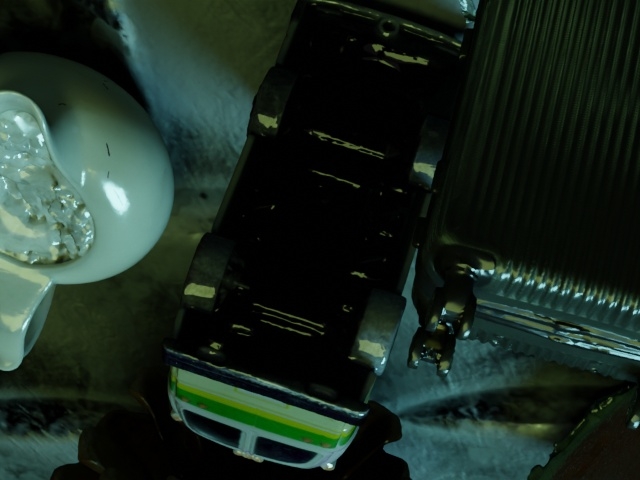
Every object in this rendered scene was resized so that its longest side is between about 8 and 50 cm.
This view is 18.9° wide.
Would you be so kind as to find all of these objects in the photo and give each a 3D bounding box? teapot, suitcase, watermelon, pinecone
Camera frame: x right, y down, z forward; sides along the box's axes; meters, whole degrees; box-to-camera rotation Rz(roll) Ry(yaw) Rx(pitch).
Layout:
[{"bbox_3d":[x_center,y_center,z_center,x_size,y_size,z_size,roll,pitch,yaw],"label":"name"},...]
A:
[{"bbox_3d":[-0.219,-0.032,1.500,0.208,0.166,0.300,6,127,-2],"label":"teapot"},{"bbox_3d":[0.175,-0.050,1.211,0.202,0.312,0.128,15,155,1],"label":"suitcase"},{"bbox_3d":[0.259,0.191,1.518,0.318,0.226,0.148,-29,93,27],"label":"watermelon"},{"bbox_3d":[-0.058,0.244,1.593,0.384,0.384,0.384,10,137,10],"label":"pinecone"}]

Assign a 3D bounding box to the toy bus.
[{"bbox_3d":[0.000,0.000,1.343,0.143,0.305,0.179,17,150,2],"label":"toy bus"}]

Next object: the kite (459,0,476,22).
[{"bbox_3d":[0.091,-0.210,1.302,0.139,0.011,0.157,3,135,20],"label":"kite"}]
